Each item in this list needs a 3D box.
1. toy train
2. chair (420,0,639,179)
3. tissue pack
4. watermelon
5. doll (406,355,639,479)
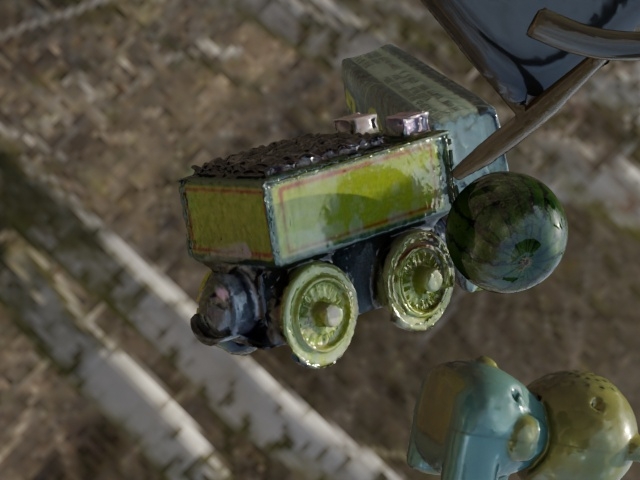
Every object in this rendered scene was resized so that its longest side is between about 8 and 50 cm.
[{"bbox_3d":[0.000,0.000,1.502,0.261,0.177,0.134,-19,-165,-40],"label":"toy train"},{"bbox_3d":[0.123,-0.161,0.971,0.188,0.166,0.272,-41,-174,-14],"label":"chair"},{"bbox_3d":[0.107,-0.077,1.856,0.081,0.185,0.257,-21,-155,-13],"label":"tissue pack"},{"bbox_3d":[0.145,-0.009,1.465,0.109,0.109,0.109,-46,175,-5],"label":"watermelon"},{"bbox_3d":[0.250,0.226,2.177,0.177,0.261,0.161,-165,-96,-71],"label":"doll"}]
